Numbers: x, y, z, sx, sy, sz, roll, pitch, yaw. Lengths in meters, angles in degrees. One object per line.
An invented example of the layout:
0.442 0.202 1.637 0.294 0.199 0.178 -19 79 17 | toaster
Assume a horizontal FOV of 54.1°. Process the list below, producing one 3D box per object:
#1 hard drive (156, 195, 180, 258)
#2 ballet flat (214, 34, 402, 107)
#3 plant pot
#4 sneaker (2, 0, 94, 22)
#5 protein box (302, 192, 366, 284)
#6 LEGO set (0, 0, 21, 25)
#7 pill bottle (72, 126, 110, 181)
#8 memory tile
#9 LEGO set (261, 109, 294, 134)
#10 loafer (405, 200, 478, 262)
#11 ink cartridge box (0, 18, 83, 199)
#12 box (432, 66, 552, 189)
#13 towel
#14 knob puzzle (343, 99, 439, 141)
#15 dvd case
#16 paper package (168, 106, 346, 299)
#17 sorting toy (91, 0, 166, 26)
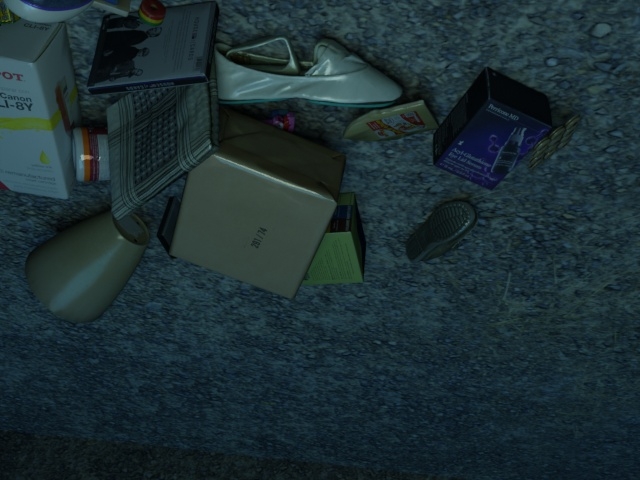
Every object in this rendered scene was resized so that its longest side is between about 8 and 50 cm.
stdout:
-0.381 -0.034 1.621 0.022 0.135 0.094 -5 138 14 | hard drive
-0.037 -0.336 1.239 0.400 0.139 0.139 3 139 7 | ballet flat
-0.597 0.039 1.687 0.274 0.256 0.256 -38 124 20 | plant pot
-0.346 -0.494 0.945 0.130 0.323 0.236 37 141 -6 | sneaker
0.000 0.000 1.601 0.201 0.136 0.200 -4 138 13 | protein box
-0.697 -0.450 1.077 0.255 0.331 0.192 21 134 11 | LEGO set
-0.436 -0.194 1.410 0.221 0.121 0.121 -4 145 -25 | pill bottle
0.485 -0.201 1.305 0.113 0.012 0.148 -36 163 2 | memory tile
-0.119 -0.213 1.407 0.093 0.087 0.227 -3 141 -11 | LEGO set
0.313 -0.022 1.580 0.087 0.094 0.251 0 156 -31 | loafer
-0.684 -0.291 1.349 0.279 0.160 0.384 10 139 -2 | ink cartridge box
0.350 -0.228 1.305 0.153 0.108 0.207 20 138 -13 | box
-0.320 -0.243 1.240 0.312 0.324 0.056 -28 147 33 | towel
0.138 -0.250 1.318 0.213 0.030 0.213 -7 171 -1 | knob puzzle
-0.317 -0.366 1.194 0.239 0.179 0.029 -2 155 12 | dvd case
-0.137 -0.069 1.345 0.309 0.168 0.325 20 133 -6 | paper package
-0.400 -0.474 1.089 0.274 0.132 0.046 12 148 -26 | sorting toy
